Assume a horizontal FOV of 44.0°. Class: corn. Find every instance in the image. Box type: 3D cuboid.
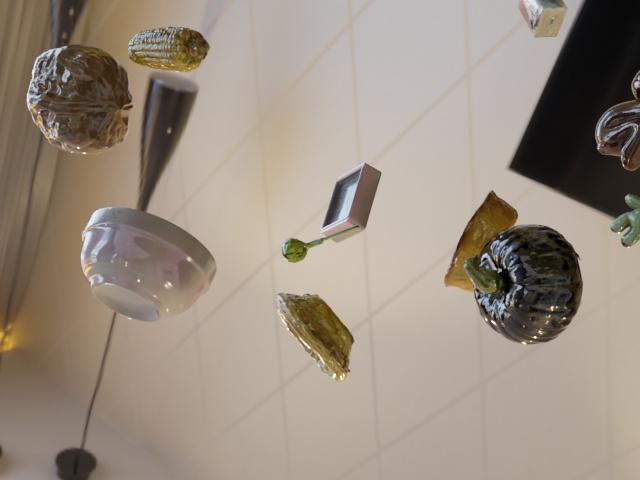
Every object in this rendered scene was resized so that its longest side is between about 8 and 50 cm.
[{"bbox_3d":[-0.331,-0.411,1.703,0.097,0.097,0.262,-4,-166,-45],"label":"corn"}]

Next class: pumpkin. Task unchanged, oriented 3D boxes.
[{"bbox_3d":[0.468,0.105,1.885,0.296,0.296,0.296,17,-158,-7],"label":"pumpkin"}]

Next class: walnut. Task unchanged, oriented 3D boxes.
[{"bbox_3d":[-0.573,-0.336,1.912,0.273,0.273,0.227,32,180,28],"label":"walnut"}]

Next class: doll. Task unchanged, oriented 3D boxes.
[{"bbox_3d":[0.704,-0.053,1.717,0.077,0.150,0.115,9,-131,-54],"label":"doll"}]

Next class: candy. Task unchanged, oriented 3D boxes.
[{"bbox_3d":[0.000,0.000,1.859,0.194,0.062,0.058,-21,-141,7],"label":"candy"}]

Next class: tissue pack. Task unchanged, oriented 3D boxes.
[{"bbox_3d":[0.413,-0.436,1.482,0.059,0.074,0.094,-9,-126,-9],"label":"tissue pack"}]

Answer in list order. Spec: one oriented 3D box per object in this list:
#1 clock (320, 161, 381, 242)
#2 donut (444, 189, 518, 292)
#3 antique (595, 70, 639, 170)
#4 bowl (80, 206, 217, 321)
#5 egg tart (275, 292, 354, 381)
[{"bbox_3d":[0.083,-0.104,2.195,0.063,0.150,0.197,30,-119,-23],"label":"clock"},{"bbox_3d":[0.453,0.013,2.212,0.110,0.303,0.303,27,-157,14],"label":"donut"},{"bbox_3d":[0.775,-0.312,1.925,0.121,0.257,0.143,9,-152,-40],"label":"antique"},{"bbox_3d":[-0.373,0.069,1.641,0.287,0.287,0.143,20,-119,2],"label":"bowl"},{"bbox_3d":[-0.002,0.236,2.093,0.294,0.123,0.294,49,171,11],"label":"egg tart"}]
